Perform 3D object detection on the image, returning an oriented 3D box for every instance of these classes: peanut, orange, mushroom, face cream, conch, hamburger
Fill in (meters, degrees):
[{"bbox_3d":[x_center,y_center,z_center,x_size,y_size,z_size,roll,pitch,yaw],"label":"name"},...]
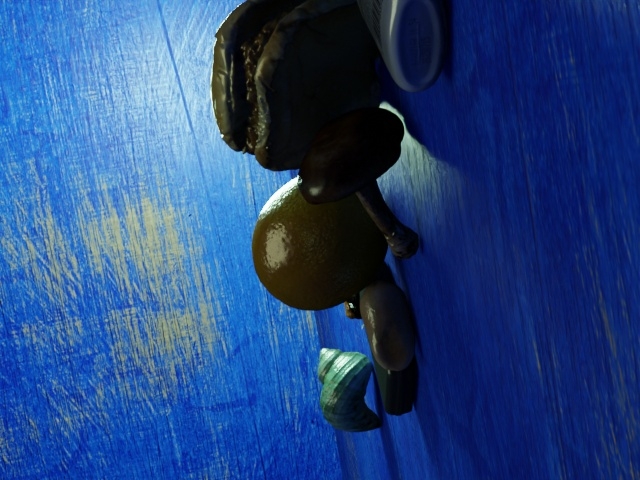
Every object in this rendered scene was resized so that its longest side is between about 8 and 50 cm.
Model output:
[{"bbox_3d":[0.105,0.130,1.732,0.076,0.076,0.152,90,169,-63],"label":"peanut"},{"bbox_3d":[0.000,0.000,1.805,0.236,0.236,0.236,170,90,-85],"label":"orange"},{"bbox_3d":[0.073,-0.056,1.498,0.217,0.148,0.227,61,-151,-18],"label":"mushroom"},{"bbox_3d":[0.075,-0.291,1.263,0.291,0.071,0.144,-108,10,-51],"label":"face cream"},{"bbox_3d":[0.059,0.319,2.374,0.176,0.122,0.188,-7,-89,-71],"label":"conch"},{"bbox_3d":[-0.034,-0.229,1.569,0.144,0.259,0.283,35,137,35],"label":"hamburger"}]

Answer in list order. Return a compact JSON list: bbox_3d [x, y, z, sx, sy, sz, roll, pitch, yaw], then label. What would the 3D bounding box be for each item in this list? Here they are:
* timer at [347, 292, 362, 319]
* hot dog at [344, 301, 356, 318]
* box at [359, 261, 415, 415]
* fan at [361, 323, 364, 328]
[{"bbox_3d":[0.070,0.036,2.071,0.144,0.055,0.187,-115,21,-58],"label":"timer"},{"bbox_3d":[0.061,0.089,2.241,0.062,0.038,0.144,82,180,-61],"label":"hot dog"},{"bbox_3d":[0.110,0.162,1.878,0.160,0.050,0.230,87,172,-54],"label":"box"},{"bbox_3d":[0.095,0.151,2.237,0.310,0.010,0.182,103,157,-74],"label":"fan"}]
